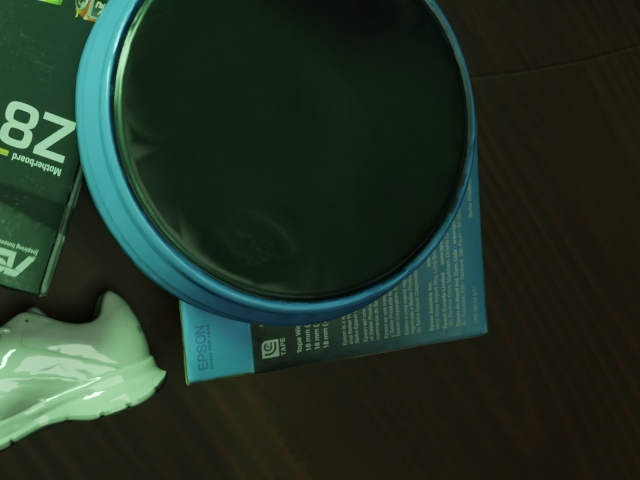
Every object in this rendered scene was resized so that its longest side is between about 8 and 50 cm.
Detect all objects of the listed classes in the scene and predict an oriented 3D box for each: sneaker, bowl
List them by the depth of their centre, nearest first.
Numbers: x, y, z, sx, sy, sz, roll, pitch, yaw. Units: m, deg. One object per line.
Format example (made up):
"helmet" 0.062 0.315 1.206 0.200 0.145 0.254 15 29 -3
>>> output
"bowl" -0.030 -0.115 1.159 0.391 0.077 0.391 1 86 -21
"sneaker" -0.308 0.141 1.227 0.297 0.111 0.129 -18 90 -19

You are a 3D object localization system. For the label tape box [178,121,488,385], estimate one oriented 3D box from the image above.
"label tape box" 0.000 0.000 1.290 0.333 0.106 0.241 -7 101 -18

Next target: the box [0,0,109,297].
"box" -0.388 -0.154 1.084 0.395 0.097 0.318 21 83 -30
